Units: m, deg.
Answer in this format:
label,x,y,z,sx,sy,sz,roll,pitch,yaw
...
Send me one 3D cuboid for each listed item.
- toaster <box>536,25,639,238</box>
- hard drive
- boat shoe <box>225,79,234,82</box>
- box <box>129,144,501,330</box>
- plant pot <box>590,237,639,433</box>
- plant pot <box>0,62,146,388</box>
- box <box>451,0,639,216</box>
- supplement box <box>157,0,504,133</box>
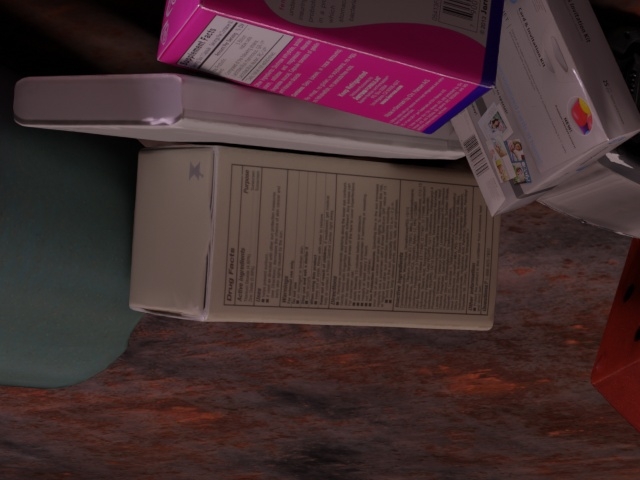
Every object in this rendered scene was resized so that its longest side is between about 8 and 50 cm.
label,x,y,z,sx,sy,sz,roll,pitch,yaw
toaster,0.247,-0.079,1.545,0.227,0.129,0.146,16,161,-23
hard drive,-0.058,-0.096,1.566,0.308,0.040,0.203,3,180,-44
boat shoe,-0.060,-0.138,1.624,0.035,0.035,0.100,11,160,-11
box,0.000,0.000,1.695,0.311,0.148,0.121,5,179,-37
plant pot,0.400,0.078,1.765,0.236,0.267,0.267,25,157,-10
plant pot,-0.325,-0.021,1.656,0.341,0.341,0.334,-7,163,36
box,0.153,-0.113,1.464,0.038,0.145,0.186,-19,171,-24
supplement box,0.008,-0.167,1.407,0.220,0.111,0.114,15,160,-18
